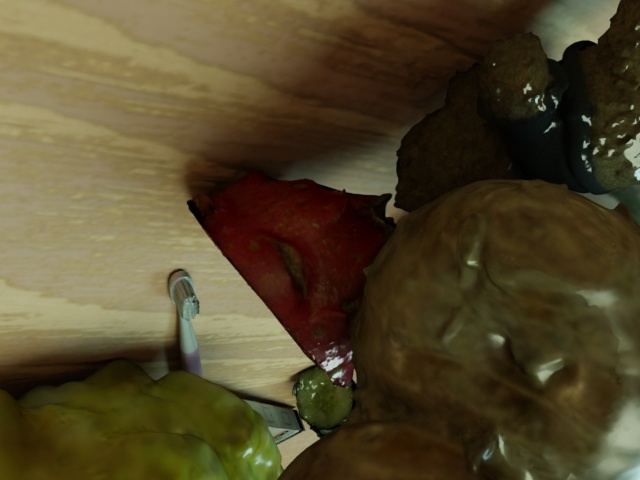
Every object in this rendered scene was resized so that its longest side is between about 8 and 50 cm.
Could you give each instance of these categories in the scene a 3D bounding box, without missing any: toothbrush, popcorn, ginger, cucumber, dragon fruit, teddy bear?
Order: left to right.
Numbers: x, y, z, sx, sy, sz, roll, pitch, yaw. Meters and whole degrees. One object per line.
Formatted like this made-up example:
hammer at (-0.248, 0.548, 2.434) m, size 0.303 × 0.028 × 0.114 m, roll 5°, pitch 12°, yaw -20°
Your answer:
popcorn at (-0.142, 0.274, 0.679) m, size 0.334 × 0.292 × 0.293 m, roll 22°, pitch 110°, yaw -45°
toothbrush at (-0.111, 0.100, 0.739) m, size 0.020 × 0.025 × 0.286 m, roll -20°, pitch 155°, yaw -16°
dragon fruit at (0.000, 0.000, 0.539) m, size 0.111 × 0.153 × 0.153 m, roll -42°, pitch 157°, yaw -7°
cucumber at (0.030, 0.223, 1.059) m, size 0.072 × 0.081 × 0.303 m, roll -52°, pitch 159°, yaw -13°
ginger at (0.119, 0.076, 0.497) m, size 0.375 × 0.176 × 0.256 m, roll -17°, pitch 129°, yaw -58°
teddy bear at (0.156, -0.085, 0.503) m, size 0.251 × 0.129 × 0.182 m, roll -38°, pitch 151°, yaw 23°

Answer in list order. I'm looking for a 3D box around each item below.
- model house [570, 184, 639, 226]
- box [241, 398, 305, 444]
model house at (0.214, 0.034, 0.800) m, size 0.271 × 0.190 × 0.301 m, roll -43°, pitch 176°, yaw 20°
box at (-0.111, 0.218, 0.940) m, size 0.129 × 0.033 × 0.247 m, roll -28°, pitch 160°, yaw 8°
